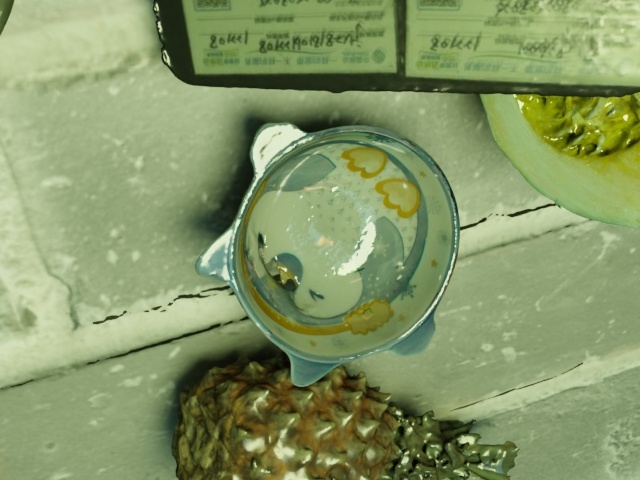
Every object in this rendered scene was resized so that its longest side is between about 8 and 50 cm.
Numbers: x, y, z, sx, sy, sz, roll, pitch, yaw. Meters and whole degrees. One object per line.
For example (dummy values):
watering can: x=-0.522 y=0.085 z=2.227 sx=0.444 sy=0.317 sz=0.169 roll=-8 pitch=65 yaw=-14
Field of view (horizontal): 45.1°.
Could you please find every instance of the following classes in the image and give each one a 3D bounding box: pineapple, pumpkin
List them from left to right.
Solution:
pineapple: x=0.035 y=0.201 z=0.773 sx=0.361 sy=0.175 sz=0.175 roll=11 pitch=114 yaw=-39
pumpkin: x=0.277 y=-0.172 z=0.588 sx=0.197 sy=0.263 sz=0.292 roll=-31 pitch=135 yaw=-39

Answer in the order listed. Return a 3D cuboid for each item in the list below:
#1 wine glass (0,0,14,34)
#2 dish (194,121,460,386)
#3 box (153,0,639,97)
wine glass: x=-0.257 y=-0.147 z=0.494 sx=0.103 sy=0.103 sz=0.222 roll=21 pitch=109 yaw=-28
dish: x=0.000 y=0.000 z=0.671 sx=0.228 sy=0.086 sz=0.236 roll=-17 pitch=110 yaw=-14
box: x=0.051 y=-0.202 z=0.503 sx=0.350 sy=0.058 sz=0.211 roll=5 pitch=121 yaw=14
